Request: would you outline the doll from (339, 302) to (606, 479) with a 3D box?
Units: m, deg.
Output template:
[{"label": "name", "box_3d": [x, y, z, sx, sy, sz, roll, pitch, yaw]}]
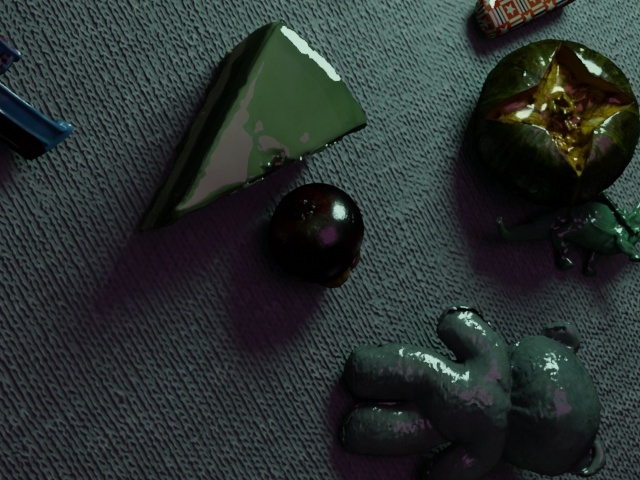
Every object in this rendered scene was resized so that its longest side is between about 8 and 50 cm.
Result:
[{"label": "doll", "box_3d": [0.193, 0.203, 1.509, 0.340, 0.158, 0.245, -2, 88, 1]}]

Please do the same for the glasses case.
[{"label": "glasses case", "box_3d": [0.301, -0.355, 1.714, 0.194, 0.049, 0.073, -28, 92, -29]}]

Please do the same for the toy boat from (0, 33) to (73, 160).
[{"label": "toy boat", "box_3d": [-0.373, -0.184, 1.301, 0.223, 0.100, 0.097, 38, 79, -17]}]

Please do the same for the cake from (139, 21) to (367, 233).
[{"label": "cake", "box_3d": [-0.119, -0.138, 1.397, 0.284, 0.158, 0.172, -30, 93, -26]}]

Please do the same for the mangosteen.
[{"label": "mangosteen", "box_3d": [0.000, 0.000, 1.455, 0.140, 0.140, 0.140, 6, 77, -27]}]

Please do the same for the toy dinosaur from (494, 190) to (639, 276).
[{"label": "toy dinosaur", "box_3d": [0.366, -0.001, 1.664, 0.292, 0.079, 0.120, -15, 82, -30]}]

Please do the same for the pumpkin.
[{"label": "pumpkin", "box_3d": [0.327, -0.160, 1.621, 0.238, 0.159, 0.238, 1, 78, -5]}]
